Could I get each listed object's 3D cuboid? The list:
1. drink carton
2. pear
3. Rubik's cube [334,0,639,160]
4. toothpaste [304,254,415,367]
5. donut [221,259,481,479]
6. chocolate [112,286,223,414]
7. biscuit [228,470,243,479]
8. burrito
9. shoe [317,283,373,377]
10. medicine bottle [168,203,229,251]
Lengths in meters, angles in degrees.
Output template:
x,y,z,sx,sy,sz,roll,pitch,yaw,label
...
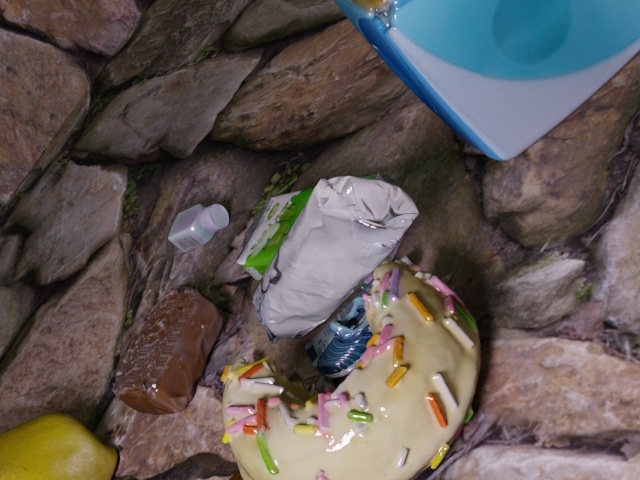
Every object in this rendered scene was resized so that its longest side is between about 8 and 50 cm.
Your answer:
x,y,z,sx,sy,sz,roll,pitch,yaw,label
0.000,0.000,1.766,0.271,0.108,0.161,-10,44,48,drink carton
-0.529,0.445,1.815,0.340,0.191,0.386,-4,50,51,pear
0.246,-0.372,1.663,0.347,0.351,0.352,-43,26,5,Rubik's cube
0.058,0.102,1.637,0.216,0.037,0.062,-45,29,11,toothpaste
0.033,0.192,1.406,0.371,0.150,0.307,-33,34,9,donut
-0.251,0.190,1.874,0.148,0.093,0.214,-7,48,47,chocolate
-0.095,0.378,1.484,0.212,0.036,0.212,-32,31,22,biscuit
-0.011,0.047,1.579,0.445,0.139,0.101,129,149,-52,burrito
0.043,0.134,1.577,0.143,0.071,0.064,-49,28,3,shoe
-0.239,-0.031,2.178,0.118,0.055,0.074,-23,35,38,medicine bottle
